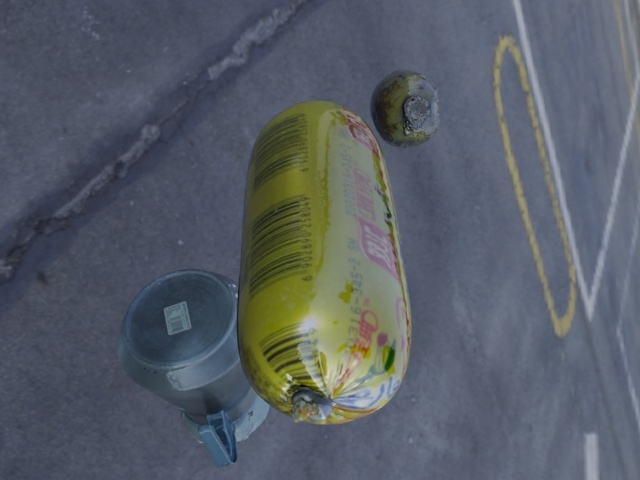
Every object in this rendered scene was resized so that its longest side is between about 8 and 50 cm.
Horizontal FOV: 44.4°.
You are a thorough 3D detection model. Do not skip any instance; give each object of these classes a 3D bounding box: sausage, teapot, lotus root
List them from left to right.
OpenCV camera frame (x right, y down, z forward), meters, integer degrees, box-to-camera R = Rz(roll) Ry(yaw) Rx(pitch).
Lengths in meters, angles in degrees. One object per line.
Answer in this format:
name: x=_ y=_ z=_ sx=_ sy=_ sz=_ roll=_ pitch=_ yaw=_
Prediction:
teapot: x=-0.147 y=0.170 z=1.001 sx=0.225 sy=0.170 sz=0.203 roll=75 pitch=2 yaw=-49
sausage: x=0.000 y=0.000 z=0.606 sx=0.347 sy=0.123 sz=0.123 roll=-92 pitch=156 yaw=-49
lotus root: x=0.099 y=-0.160 z=0.951 sx=0.179 sy=0.080 sz=0.089 roll=-102 pitch=-170 yaw=-73
